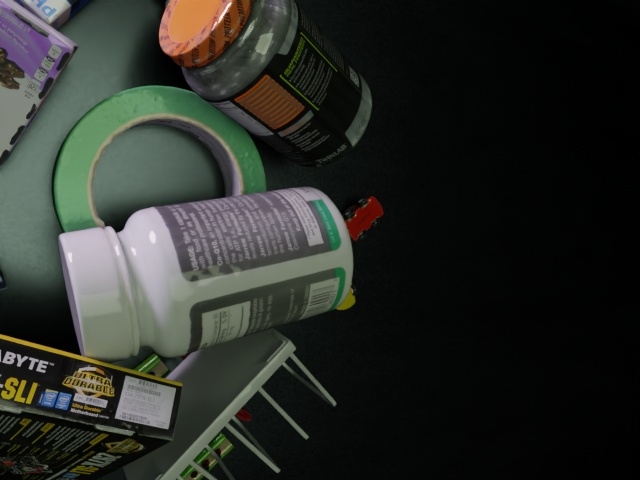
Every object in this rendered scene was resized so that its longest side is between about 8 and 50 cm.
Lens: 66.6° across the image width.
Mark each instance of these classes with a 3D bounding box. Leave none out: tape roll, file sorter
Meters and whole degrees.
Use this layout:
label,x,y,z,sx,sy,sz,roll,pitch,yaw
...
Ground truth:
label,x,y,z,sx,sy,sz,roll,pitch,yaw
tape roll,-0.247,-0.078,0.782,0.321,0.077,0.321,-4,97,-32
file sorter,-0.141,0.279,0.761,0.277,0.193,0.173,-46,119,-17

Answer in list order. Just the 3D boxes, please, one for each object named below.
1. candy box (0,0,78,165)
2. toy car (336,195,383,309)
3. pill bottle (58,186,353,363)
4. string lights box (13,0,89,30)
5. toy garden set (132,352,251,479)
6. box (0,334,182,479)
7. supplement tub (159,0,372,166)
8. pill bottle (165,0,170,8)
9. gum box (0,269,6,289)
label,x,y,z,sx,sy,sz,roll,pitch,yaw
candy box,-0.438,-0.216,0.615,0.165,0.070,0.196,32,102,-30
toy car,0.000,0.000,0.954,0.225,0.053,0.238,20,84,-31
pill bottle,-0.152,0.043,0.687,0.361,0.204,0.204,-11,101,-30
string lights box,-0.344,-0.428,0.684,0.133,0.077,0.259,46,72,-26
toy garden set,-0.218,0.293,0.854,0.204,0.049,0.244,-40,114,-22
box,-0.368,0.231,0.612,0.257,0.322,0.079,25,45,-31
supplement tub,-0.072,-0.259,0.752,0.316,0.194,0.193,30,79,-51
pill bottle,-0.204,-0.367,0.781,0.067,0.067,0.120,-46,116,-19
gum box,-0.510,0.017,0.600,0.157,0.041,0.184,-24,140,-28
